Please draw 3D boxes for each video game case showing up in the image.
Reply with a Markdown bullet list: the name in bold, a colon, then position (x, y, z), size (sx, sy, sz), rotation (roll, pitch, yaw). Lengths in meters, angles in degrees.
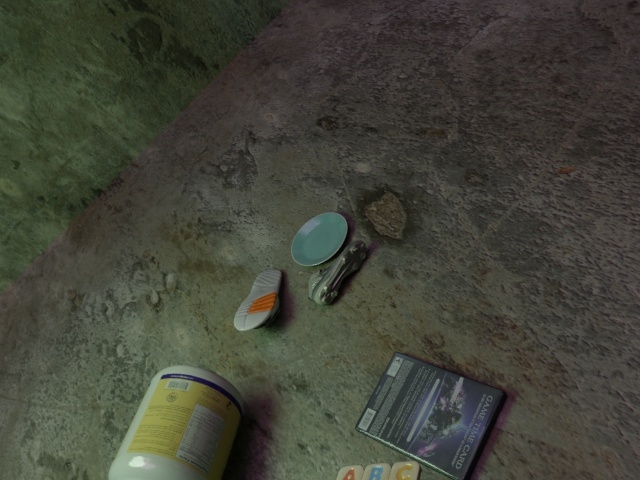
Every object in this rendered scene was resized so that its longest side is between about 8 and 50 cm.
- **video game case**: position (0.221, 0.355, 1.272), size (0.274, 0.026, 0.196), rotation (14, 64, 43)

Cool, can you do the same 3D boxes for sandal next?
- **sandal**: position (-0.152, 0.178, 1.698), size (0.102, 0.076, 0.265), rotation (-5, 30, 18)

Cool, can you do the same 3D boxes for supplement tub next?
- **supplement tub**: position (-0.329, 0.480, 1.397), size (0.241, 0.241, 0.331), rotation (-16, 37, 28)

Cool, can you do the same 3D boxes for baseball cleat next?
- **baseball cleat**: position (0.035, 0.076, 1.631), size (0.206, 0.072, 0.109), rotation (-51, 34, -16)

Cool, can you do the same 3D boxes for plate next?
- **plate**: position (0.000, 0.000, 1.762), size (0.188, 0.024, 0.188), rotation (-21, 44, 22)

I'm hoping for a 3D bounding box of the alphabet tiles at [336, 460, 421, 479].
- **alphabet tiles**: position (0.062, 0.476, 0.997), size (0.284, 0.021, 0.278), rotation (-18, 25, 32)
